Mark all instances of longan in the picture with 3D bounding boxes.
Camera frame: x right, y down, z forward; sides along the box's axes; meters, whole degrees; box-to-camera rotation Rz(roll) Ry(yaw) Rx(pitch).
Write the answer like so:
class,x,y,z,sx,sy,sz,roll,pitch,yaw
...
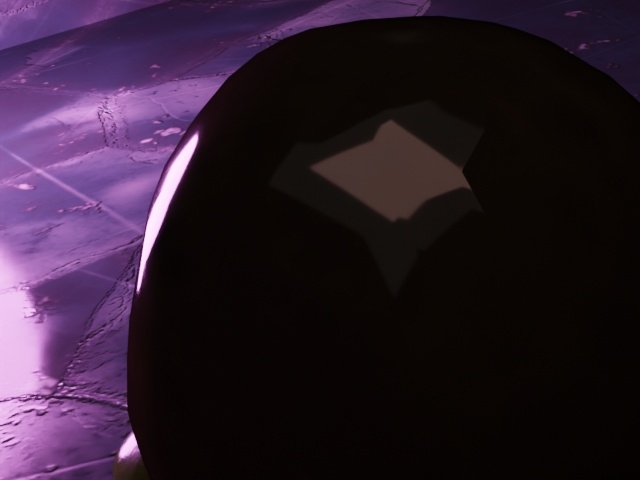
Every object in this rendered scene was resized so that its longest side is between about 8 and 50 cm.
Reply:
class,x,y,z,sx,sy,sz,roll,pitch,yaw
longan,0.067,0.055,0.763,0.336,0.405,0.404,-20,18,26

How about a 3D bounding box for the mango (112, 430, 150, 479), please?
class,x,y,z,sx,sy,sz,roll,pitch,yaw
mango,-0.061,0.174,0.910,0.191,0.086,0.122,24,30,36
